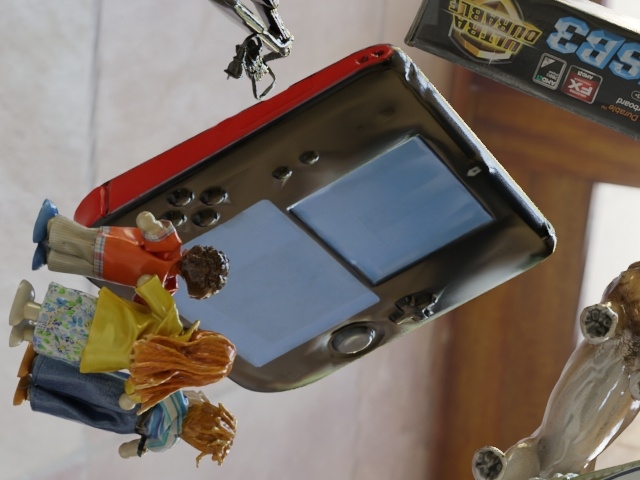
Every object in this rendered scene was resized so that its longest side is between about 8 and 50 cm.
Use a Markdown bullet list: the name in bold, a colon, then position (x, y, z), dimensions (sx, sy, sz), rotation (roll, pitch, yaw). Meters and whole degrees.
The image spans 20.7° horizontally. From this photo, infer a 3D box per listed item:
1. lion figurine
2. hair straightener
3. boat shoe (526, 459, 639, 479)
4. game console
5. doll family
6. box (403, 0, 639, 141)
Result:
- **lion figurine**: position (0.254, 0.158, 1.624), dimensions (0.392, 0.142, 0.240), rotation (-49, 169, 16)
- **hair straightener**: position (-0.072, -0.189, 1.631), dimensions (0.089, 0.047, 0.230), rotation (-61, 167, -9)
- **boat shoe**: position (0.125, 0.185, 1.029), dimensions (0.109, 0.302, 0.094), rotation (42, 30, -34)
- **game console**: position (0.000, 0.000, 1.575), dimensions (0.386, 0.342, 0.060), rotation (42, 29, -53)
- **doll family**: position (-0.136, 0.097, 1.253), dimensions (0.263, 0.163, 0.118), rotation (101, 4, -49)
- **box**: position (0.226, -0.109, 1.198), dimensions (0.293, 0.295, 0.073), rotation (-32, 143, -74)
